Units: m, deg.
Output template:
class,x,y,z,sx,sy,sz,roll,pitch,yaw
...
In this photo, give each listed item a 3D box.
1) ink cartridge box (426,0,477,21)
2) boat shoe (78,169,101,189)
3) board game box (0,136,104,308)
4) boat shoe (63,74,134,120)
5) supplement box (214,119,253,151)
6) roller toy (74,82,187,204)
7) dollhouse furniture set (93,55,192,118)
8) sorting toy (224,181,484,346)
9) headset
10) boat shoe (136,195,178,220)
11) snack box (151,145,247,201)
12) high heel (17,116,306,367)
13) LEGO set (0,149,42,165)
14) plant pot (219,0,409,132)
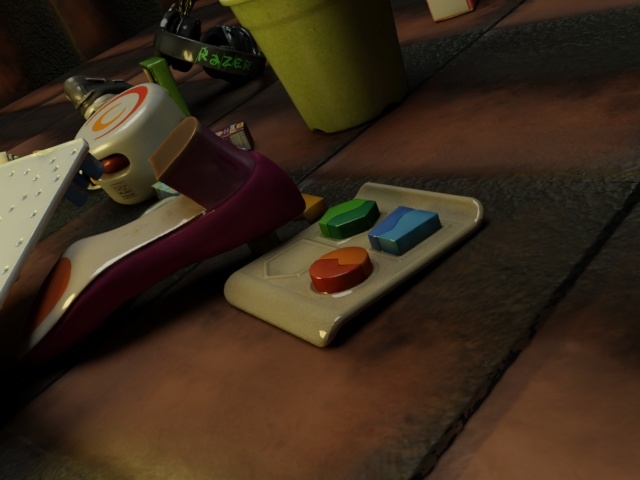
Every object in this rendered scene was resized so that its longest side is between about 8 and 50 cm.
class,x,y,z,sx,sy,sz,roll,pitch,yaw
ink cartridge box,0.269,-0.569,1.587,0.092,0.158,0.218,-11,27,28
boat shoe,-0.449,-0.141,1.488,0.226,0.083,0.076,-9,28,29
board game box,-0.477,0.066,0.975,0.390,0.050,0.390,-9,51,37
boat shoe,-0.517,-0.353,1.848,0.112,0.095,0.335,-42,5,9
supplement box,-0.162,-0.168,1.327,0.083,0.043,0.055,-22,24,5
roller toy,-0.315,-0.161,1.328,0.209,0.146,0.191,-40,32,-5
dollhouse furniture set,-0.434,-0.306,1.719,0.197,0.151,0.301,-31,25,-13
sorting toy,0.000,0.000,0.849,0.229,0.041,0.307,-36,27,-24
headset,-0.265,-0.469,1.752,0.243,0.185,0.394,7,16,-28
boat shoe,-0.220,0.016,1.008,0.072,0.068,0.190,12,52,35
snack box,-0.190,-0.105,1.235,0.141,0.037,0.100,-36,26,-22
high heel,-0.190,0.042,0.899,0.377,0.181,0.127,-44,36,17
LEGO set,-0.581,-0.126,1.565,0.087,0.093,0.227,-11,1,-7
plant pot,0.015,-0.320,1.215,0.276,0.254,0.276,-19,25,10
